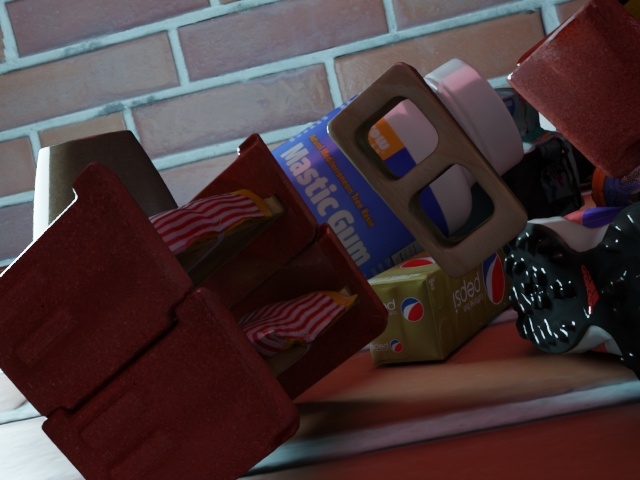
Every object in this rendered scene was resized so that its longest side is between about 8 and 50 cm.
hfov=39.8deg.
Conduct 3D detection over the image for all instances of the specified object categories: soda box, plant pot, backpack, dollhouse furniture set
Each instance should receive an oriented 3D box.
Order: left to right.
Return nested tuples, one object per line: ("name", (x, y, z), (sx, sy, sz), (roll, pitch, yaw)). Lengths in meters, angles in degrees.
("plant pot", (-0.245, -0.004, 1.022), (0.215, 0.231, 0.215), (-14, 7, 2))
("dollhouse furniture set", (0.027, -0.036, 0.457), (0.374, 0.152, 0.201), (-40, -3, 19))
("soda box", (0.099, 0.039, 0.688), (0.058, 0.061, 0.181), (-9, 7, 33))
("backpack", (0.171, -0.067, 0.981), (0.225, 0.191, 0.253), (-11, 2, 31))

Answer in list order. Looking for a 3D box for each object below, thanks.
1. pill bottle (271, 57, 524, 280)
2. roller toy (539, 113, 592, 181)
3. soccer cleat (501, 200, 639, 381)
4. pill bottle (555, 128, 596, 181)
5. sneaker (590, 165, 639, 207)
("pill bottle", (0.038, -0.044, 0.790), (0.272, 0.152, 0.152), (-34, 7, -1))
("roller toy", (0.469, -0.186, 1.532), (0.209, 0.146, 0.191), (-17, 8, -34))
("soccer cleat", (0.194, 0.024, 0.448), (0.116, 0.109, 0.318), (-11, 3, -6))
("pill bottle", (0.484, -0.160, 1.366), (0.219, 0.123, 0.123), (-14, 6, 15))
("sneaker", (0.416, -0.070, 1.000), (0.221, 0.083, 0.087), (-20, 23, -21))
